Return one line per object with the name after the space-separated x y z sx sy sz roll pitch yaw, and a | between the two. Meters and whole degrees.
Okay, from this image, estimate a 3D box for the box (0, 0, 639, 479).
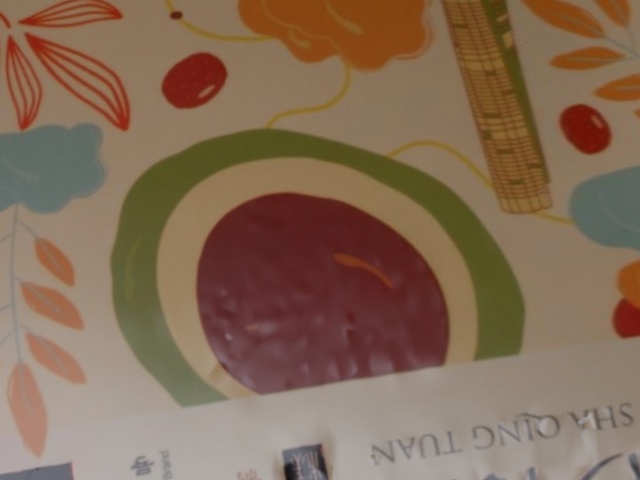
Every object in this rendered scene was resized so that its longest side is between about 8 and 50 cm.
0.000 0.000 0.755 0.344 0.122 0.385 -9 68 -4 | box
